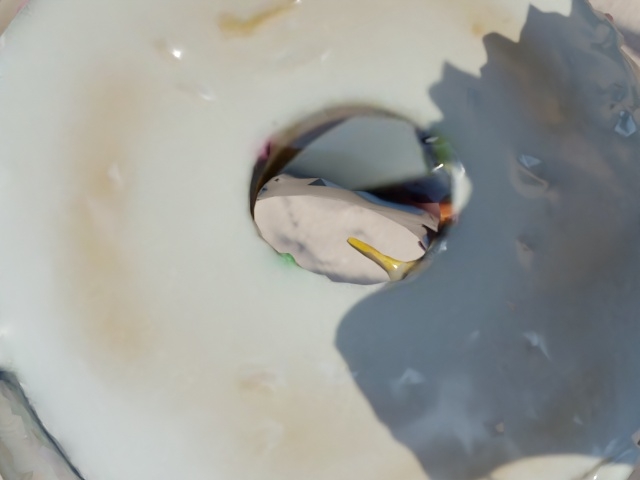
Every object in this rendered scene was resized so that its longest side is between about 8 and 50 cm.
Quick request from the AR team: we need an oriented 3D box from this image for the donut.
[{"bbox_3d":[0.000,0.000,0.635,0.382,0.383,0.142,43,157,-2],"label":"donut"}]
